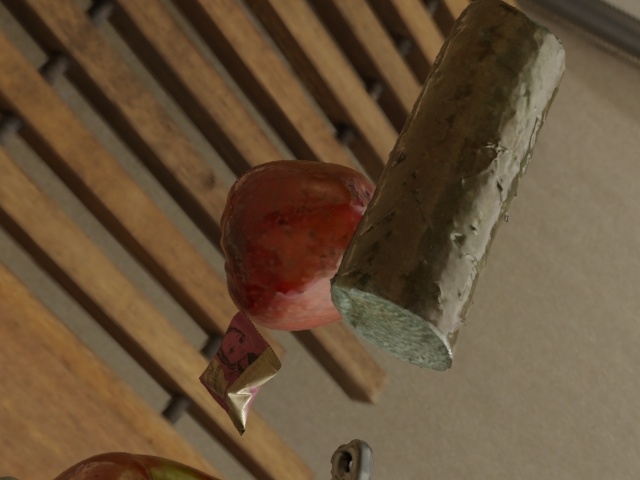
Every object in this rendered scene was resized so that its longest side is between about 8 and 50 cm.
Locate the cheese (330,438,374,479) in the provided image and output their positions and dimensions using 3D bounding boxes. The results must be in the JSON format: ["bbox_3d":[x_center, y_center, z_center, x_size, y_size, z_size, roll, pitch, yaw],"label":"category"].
[{"bbox_3d":[0.017,0.200,0.650,0.092,0.047,0.171,-6,-113,60],"label":"cheese"}]

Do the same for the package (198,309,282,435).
[{"bbox_3d":[-0.061,0.100,0.856,0.059,0.029,0.083,48,-53,26],"label":"package"}]

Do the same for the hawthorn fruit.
[{"bbox_3d":[0.000,0.000,1.152,0.200,0.179,0.179,-11,-141,11],"label":"hawthorn fruit"}]

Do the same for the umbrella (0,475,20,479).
[{"bbox_3d":[-0.311,0.271,1.111,0.062,0.067,0.143,-20,-169,-7],"label":"umbrella"}]

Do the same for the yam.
[{"bbox_3d":[0.090,-0.046,0.766,0.093,0.093,0.259,0,-125,43],"label":"yam"}]

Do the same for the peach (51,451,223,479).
[{"bbox_3d":[-0.154,0.304,0.875,0.245,0.248,0.274,38,-65,33],"label":"peach"}]
